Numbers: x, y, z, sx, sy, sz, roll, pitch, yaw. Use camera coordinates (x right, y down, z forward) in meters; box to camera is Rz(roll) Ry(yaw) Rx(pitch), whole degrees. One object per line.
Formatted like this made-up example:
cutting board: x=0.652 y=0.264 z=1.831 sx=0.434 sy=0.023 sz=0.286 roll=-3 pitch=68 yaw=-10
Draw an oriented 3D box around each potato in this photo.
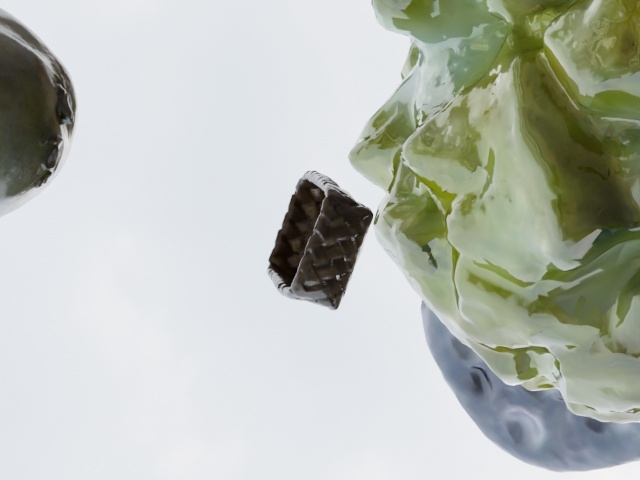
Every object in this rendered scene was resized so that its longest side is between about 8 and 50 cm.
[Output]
potato: x=-0.378 y=-0.120 z=1.742 sx=0.326 sy=0.221 sz=0.243 roll=-1 pitch=-153 yaw=-5

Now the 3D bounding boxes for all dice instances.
dice: x=0.196 y=0.048 z=1.429 sx=0.182 sy=0.181 sz=0.183 roll=-47 pitch=-68 yaw=-39

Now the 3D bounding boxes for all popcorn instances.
popcorn: x=0.096 y=-0.056 z=0.551 sx=0.212 sy=0.198 sz=0.198 roll=53 pitch=-137 yaw=-9

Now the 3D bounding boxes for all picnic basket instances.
picnic basket: x=0.000 y=0.000 z=1.727 sx=0.055 sy=0.110 sz=0.193 roll=20 pitch=-175 yaw=-11
